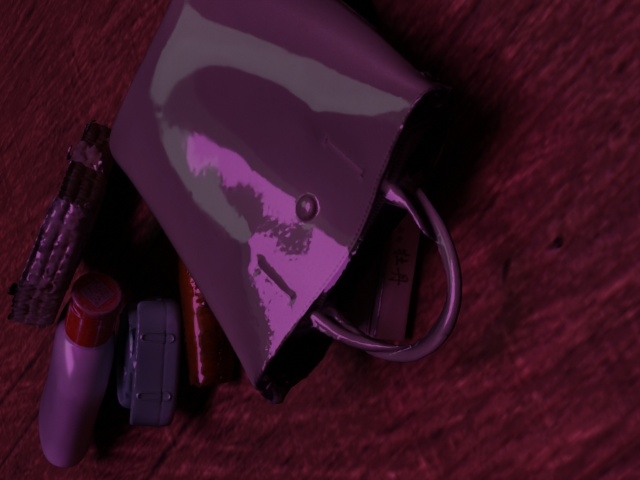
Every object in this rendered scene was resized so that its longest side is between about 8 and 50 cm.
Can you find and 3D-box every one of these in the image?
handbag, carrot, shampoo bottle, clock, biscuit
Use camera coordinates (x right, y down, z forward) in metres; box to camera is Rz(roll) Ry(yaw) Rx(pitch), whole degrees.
[{"bbox_3d":[-0.021,-0.039,0.839,0.241,0.109,0.315,-61,41,25],"label":"handbag"},{"bbox_3d":[-0.085,0.032,1.015,0.055,0.055,0.162,3,92,54],"label":"carrot"},{"bbox_3d":[-0.207,0.105,1.118,0.221,0.051,0.108,114,159,-51],"label":"shampoo bottle"},{"bbox_3d":[-0.144,0.095,1.072,0.135,0.041,0.101,-173,86,-74],"label":"clock"},{"bbox_3d":[-0.220,-0.010,1.121,0.250,0.046,0.147,-101,34,-72],"label":"biscuit"}]

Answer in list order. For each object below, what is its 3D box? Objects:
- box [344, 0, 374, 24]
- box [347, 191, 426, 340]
[{"bbox_3d":[-0.014,-0.155,0.962,0.126,0.027,0.125,-54,45,35],"label":"box"},{"bbox_3d":[0.000,0.001,0.917,0.198,0.029,0.109,12,95,55],"label":"box"}]
